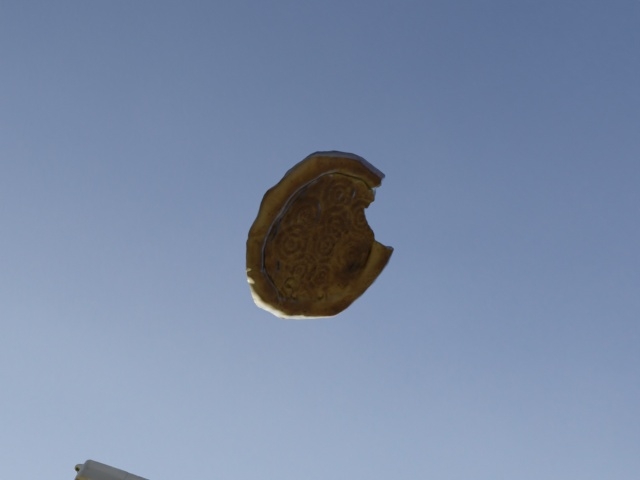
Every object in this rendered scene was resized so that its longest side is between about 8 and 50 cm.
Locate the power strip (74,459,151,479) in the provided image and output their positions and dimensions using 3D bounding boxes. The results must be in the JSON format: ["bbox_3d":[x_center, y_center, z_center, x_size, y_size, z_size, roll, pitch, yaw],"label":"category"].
[{"bbox_3d":[-0.142,0.355,1.303,0.367,0.043,0.106,18,-66,3],"label":"power strip"}]

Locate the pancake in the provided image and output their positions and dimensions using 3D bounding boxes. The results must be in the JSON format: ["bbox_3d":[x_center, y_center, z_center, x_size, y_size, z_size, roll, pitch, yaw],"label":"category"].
[{"bbox_3d":[0.000,0.000,1.371,0.212,0.029,0.235,-29,-52,-19],"label":"pancake"}]
